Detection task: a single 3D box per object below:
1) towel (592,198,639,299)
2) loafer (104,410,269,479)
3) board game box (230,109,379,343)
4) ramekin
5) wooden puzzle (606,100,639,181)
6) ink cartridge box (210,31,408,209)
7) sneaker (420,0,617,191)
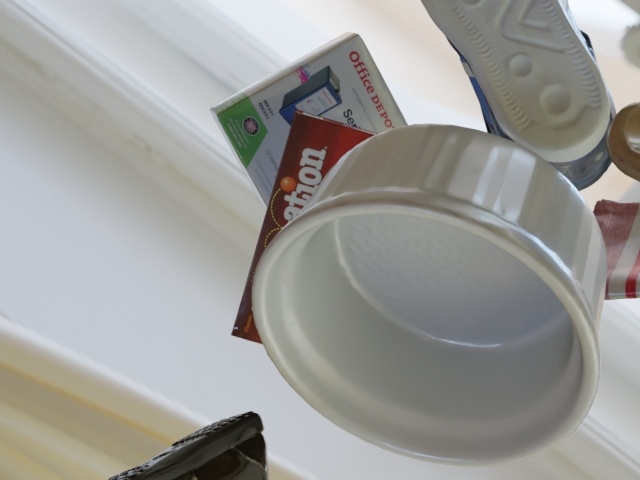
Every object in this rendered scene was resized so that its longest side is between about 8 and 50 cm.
[{"bbox_3d":[0.480,-0.003,1.612,0.329,0.037,0.237,-7,-154,27],"label":"towel"},{"bbox_3d":[-0.118,0.201,0.945,0.220,0.078,0.080,-25,179,-33],"label":"loafer"},{"bbox_3d":[0.000,0.000,1.526,0.027,0.145,0.281,-80,-173,-78],"label":"board game box"},{"bbox_3d":[0.096,0.040,1.033,0.277,0.277,0.135,-55,-175,45],"label":"ramekin"},{"bbox_3d":[0.354,0.036,0.668,0.348,0.322,0.081,-127,-131,-60],"label":"wooden puzzle"},{"bbox_3d":[-0.011,-0.151,1.657,0.212,0.154,0.093,-30,-166,-5],"label":"ink cartridge box"},{"bbox_3d":[0.172,-0.193,1.175,0.130,0.323,0.236,-24,168,8],"label":"sneaker"}]
